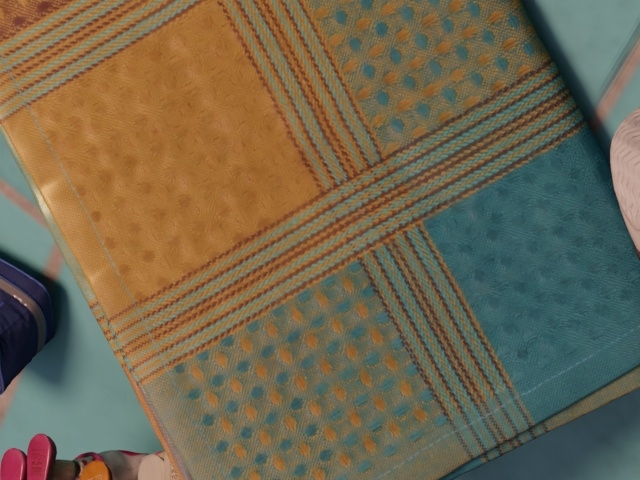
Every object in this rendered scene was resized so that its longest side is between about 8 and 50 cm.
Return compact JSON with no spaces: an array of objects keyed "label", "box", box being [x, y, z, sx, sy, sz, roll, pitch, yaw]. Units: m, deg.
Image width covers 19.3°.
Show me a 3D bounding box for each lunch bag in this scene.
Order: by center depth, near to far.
[{"label":"lunch bag","box":[-0.223,0.044,1.215,0.098,0.065,0.067,29,142,18]}]

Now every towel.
[{"label":"towel","box":[-0.008,-0.042,0.958,0.271,0.040,0.370,-28,96,4]}]

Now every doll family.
[{"label":"doll family","box":[-0.060,0.152,1.106,0.263,0.163,0.118,-30,61,41]}]

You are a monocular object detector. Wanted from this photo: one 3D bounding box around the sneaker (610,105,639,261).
[{"label":"sneaker","box":[0.235,0.078,0.781,0.137,0.366,0.210,-19,116,-2]}]
